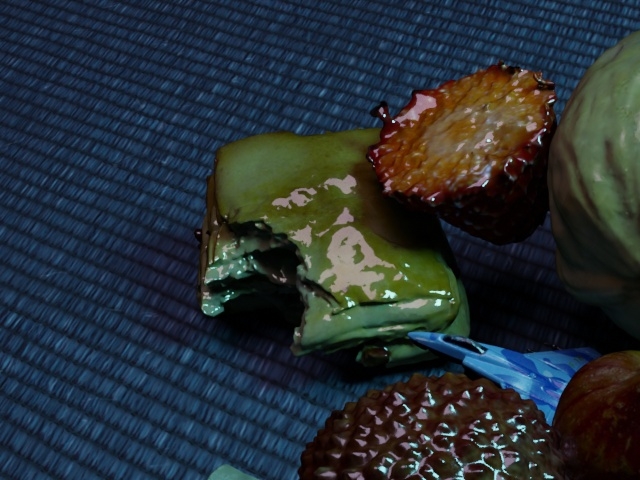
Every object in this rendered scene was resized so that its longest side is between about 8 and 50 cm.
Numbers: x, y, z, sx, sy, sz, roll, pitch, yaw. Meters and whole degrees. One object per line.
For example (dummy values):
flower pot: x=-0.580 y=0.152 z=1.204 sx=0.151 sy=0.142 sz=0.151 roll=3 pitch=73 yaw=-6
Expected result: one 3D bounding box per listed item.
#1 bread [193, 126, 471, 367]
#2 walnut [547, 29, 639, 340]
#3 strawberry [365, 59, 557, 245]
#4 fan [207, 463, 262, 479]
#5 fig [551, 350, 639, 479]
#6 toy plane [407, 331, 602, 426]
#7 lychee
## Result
bread: x=0.000 y=0.000 z=2.226 sx=0.314 sy=0.192 sz=0.370 roll=-8 pitch=33 yaw=2
walnut: x=0.405 y=-0.051 z=2.038 sx=0.381 sy=0.381 sz=0.381 roll=-7 pitch=31 yaw=4
strawberry: x=0.176 y=-0.073 z=2.138 sx=0.234 sy=0.178 sz=0.234 roll=-20 pitch=36 yaw=16
fan: x=-0.036 y=0.267 z=1.966 sx=0.193 sy=0.016 sz=0.038 roll=12 pitch=40 yaw=34
fig: x=0.308 y=0.167 z=1.841 sx=0.175 sy=0.207 sz=0.175 roll=-2 pitch=54 yaw=2
toy plane: x=0.203 y=0.148 z=2.022 sx=0.246 sy=0.078 sz=0.169 roll=14 pitch=38 yaw=23
lychee: x=0.114 y=0.246 z=1.727 sx=0.300 sy=0.264 sz=0.264 roll=18 pitch=20 yaw=-27
